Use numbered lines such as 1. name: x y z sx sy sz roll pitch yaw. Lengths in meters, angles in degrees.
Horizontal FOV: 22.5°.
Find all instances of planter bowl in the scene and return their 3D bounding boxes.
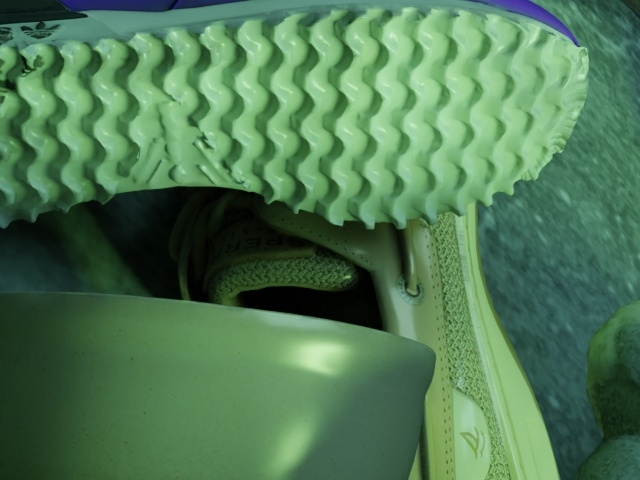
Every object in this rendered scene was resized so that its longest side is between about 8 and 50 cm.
1. planter bowl: -0.046 0.084 0.545 0.162 0.162 0.109 15 76 -45

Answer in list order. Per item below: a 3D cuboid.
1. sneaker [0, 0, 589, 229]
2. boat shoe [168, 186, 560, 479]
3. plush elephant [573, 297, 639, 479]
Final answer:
1. sneaker: -0.046 -0.087 0.626 0.293 0.102 0.146 -1 43 -9
2. boat shoe: 0.000 0.000 0.689 0.110 0.122 0.341 1 62 -52
3. plush elephant: 0.062 0.212 0.477 0.330 0.255 0.271 -93 167 -73
